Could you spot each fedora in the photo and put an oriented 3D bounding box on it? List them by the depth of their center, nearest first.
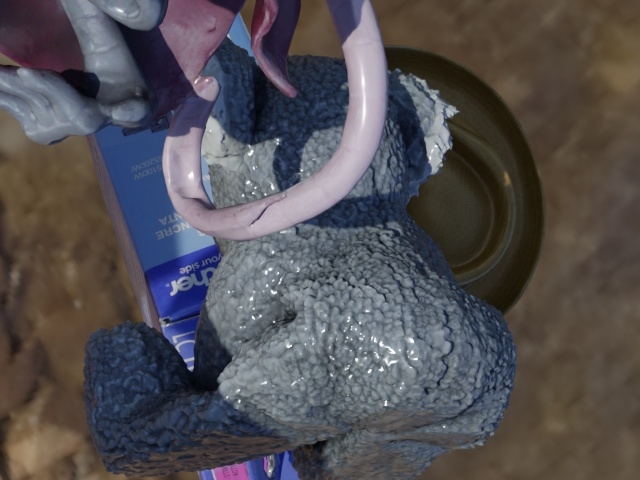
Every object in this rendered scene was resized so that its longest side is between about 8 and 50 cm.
[{"bbox_3d":[0.061,-0.028,1.213,0.194,0.079,0.194,1,87,-15],"label":"fedora"}]

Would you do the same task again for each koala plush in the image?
[{"bbox_3d":[0.000,0.000,1.019,0.196,0.221,0.203,10,156,-33],"label":"koala plush"}]

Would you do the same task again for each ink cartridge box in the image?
[{"bbox_3d":[-0.071,0.024,1.547,0.151,0.395,0.270,-19,141,-8],"label":"ink cartridge box"}]

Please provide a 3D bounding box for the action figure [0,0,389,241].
[{"bbox_3d":[-0.019,-0.226,0.786,0.276,0.248,0.370,38,56,-36],"label":"action figure"}]
